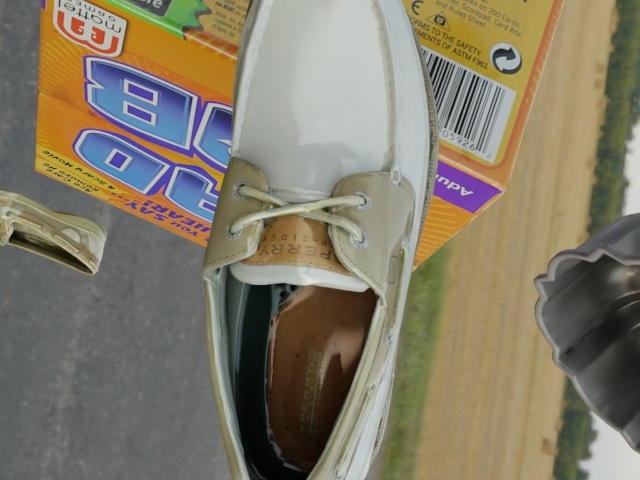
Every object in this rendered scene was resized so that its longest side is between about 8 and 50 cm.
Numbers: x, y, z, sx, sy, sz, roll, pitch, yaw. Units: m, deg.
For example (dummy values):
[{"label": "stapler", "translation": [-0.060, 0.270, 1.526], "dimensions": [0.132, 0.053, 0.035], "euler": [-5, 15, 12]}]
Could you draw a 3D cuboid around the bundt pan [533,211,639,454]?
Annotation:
[{"label": "bundt pan", "translation": [0.366, 0.098, 0.960], "dimensions": [0.124, 0.331, 0.331], "euler": [-42, 149, -20]}]

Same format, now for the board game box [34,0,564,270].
[{"label": "board game box", "translation": [-0.015, -0.200, 0.934], "dimensions": [0.356, 0.357, 0.356], "euler": [130, -17, -66]}]

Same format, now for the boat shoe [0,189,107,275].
[{"label": "boat shoe", "translation": [-0.289, -0.008, 1.012], "dimensions": [0.056, 0.153, 0.048], "euler": [-44, -147, 49]}]

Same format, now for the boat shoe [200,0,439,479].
[{"label": "boat shoe", "translation": [0.000, 0.000, 0.521], "dimensions": [0.103, 0.113, 0.302], "euler": [-46, 136, -75]}]
